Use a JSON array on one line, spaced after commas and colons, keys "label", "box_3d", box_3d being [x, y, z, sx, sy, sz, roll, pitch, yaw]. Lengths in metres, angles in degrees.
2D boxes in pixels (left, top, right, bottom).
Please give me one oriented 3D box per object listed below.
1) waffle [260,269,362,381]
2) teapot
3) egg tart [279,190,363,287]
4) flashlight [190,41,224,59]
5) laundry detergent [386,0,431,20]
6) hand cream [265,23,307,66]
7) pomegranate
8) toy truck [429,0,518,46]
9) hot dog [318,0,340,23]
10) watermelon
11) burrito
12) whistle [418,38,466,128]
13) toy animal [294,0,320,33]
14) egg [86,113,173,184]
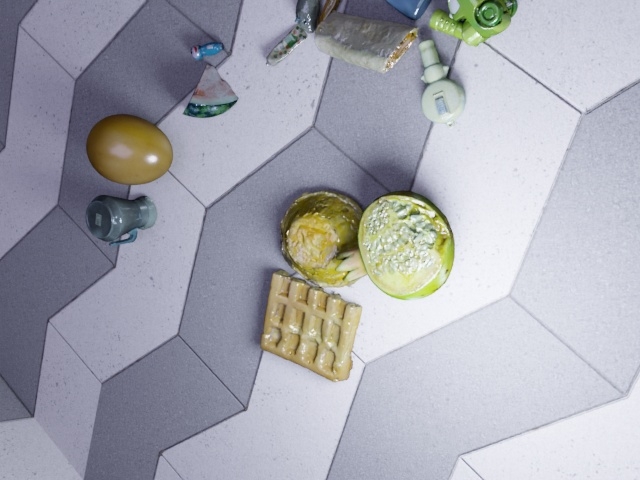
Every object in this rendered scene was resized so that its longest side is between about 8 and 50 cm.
[{"label": "waffle", "box_3d": [-0.040, 0.292, 1.934, 0.348, 0.077, 0.305, 20, 108, 24]}, {"label": "teapot", "box_3d": [-0.743, -0.077, 2.154, 0.170, 0.225, 0.203, 26, 111, 24]}, {"label": "egg tart", "box_3d": [-0.001, -0.001, 1.829, 0.341, 0.132, 0.342, 3, 97, 28]}, {"label": "flashlight", "box_3d": [-0.388, -0.656, 1.975, 0.128, 0.051, 0.051, -5, 96, 23]}, {"label": "laundry detergent", "box_3d": [0.216, -0.718, 1.640, 0.206, 0.061, 0.097, 39, 122, 17]}, {"label": "hand cream", "box_3d": [-0.115, -0.620, 1.848, 0.165, 0.037, 0.057, -38, 81, 21]}, {"label": "pomegranate", "box_3d": [0.224, 0.024, 1.672, 0.358, 0.216, 0.310, -22, 85, 30]}, {"label": "toy truck", "box_3d": [0.406, -0.602, 1.523, 0.187, 0.148, 0.211, 45, 136, 10]}, {"label": "hot dog", "box_3d": [0.035, -0.719, 1.751, 0.044, 0.028, 0.137, 46, 116, 42]}, {"label": "watermelon", "box_3d": [-0.393, -0.496, 2.005, 0.207, 0.136, 0.202, 1, 59, 54]}, {"label": "burrito", "box_3d": [0.130, -0.582, 1.685, 0.299, 0.105, 0.143, 23, 104, 24]}, {"label": "whistle", "box_3d": [0.332, -0.440, 1.624, 0.126, 0.067, 0.258, -17, 88, 28]}, {"label": "toy animal", "box_3d": [-0.045, -0.767, 1.764, 0.079, 0.070, 0.253, -3, 95, 19]}, {"label": "egg", "box_3d": [-0.682, -0.322, 2.066, 0.322, 0.250, 0.250, 15, 105, 16]}]
